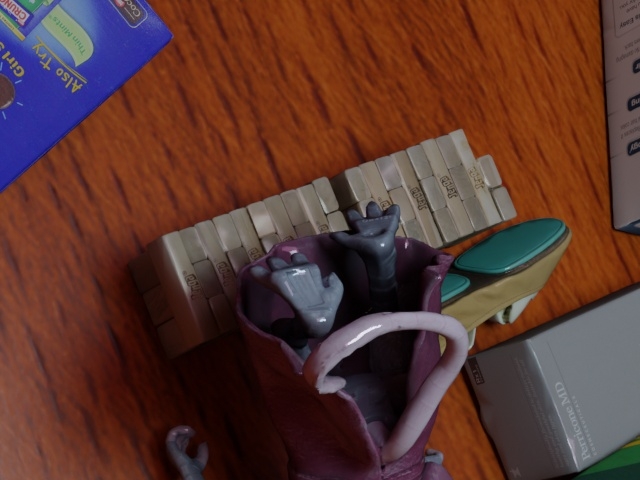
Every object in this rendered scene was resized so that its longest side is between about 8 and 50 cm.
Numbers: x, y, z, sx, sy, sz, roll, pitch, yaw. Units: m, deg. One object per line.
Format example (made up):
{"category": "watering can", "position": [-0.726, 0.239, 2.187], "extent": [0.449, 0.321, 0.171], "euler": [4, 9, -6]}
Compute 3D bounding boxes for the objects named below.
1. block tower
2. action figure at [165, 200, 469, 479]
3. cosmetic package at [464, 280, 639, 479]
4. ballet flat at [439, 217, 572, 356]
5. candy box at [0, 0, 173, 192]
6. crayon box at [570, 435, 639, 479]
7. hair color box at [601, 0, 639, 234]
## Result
{"category": "block tower", "position": [0.000, 0.000, 1.599], "extent": [0.335, 0.097, 0.091], "euler": [-20, 85, -36]}
{"category": "action figure", "position": [0.041, 0.171, 1.455], "extent": [0.248, 0.276, 0.370], "euler": [-10, 111, -25]}
{"category": "cosmetic package", "position": [0.254, 0.115, 1.709], "extent": [0.238, 0.107, 0.127], "euler": [-23, 89, -38]}
{"category": "ballet flat", "position": [0.131, 0.051, 1.685], "extent": [0.232, 0.080, 0.073], "euler": [-26, 116, -32]}
{"category": "candy box", "position": [-0.313, -0.149, 1.440], "extent": [0.268, 0.122, 0.317], "euler": [50, 55, -9]}
{"category": "crayon box", "position": [0.320, 0.253, 1.660], "extent": [0.318, 0.081, 0.202], "euler": [-25, 120, -35]}
{"category": "hair color box", "position": [0.359, -0.187, 1.831], "extent": [0.105, 0.174, 0.347], "euler": [11, 69, -30]}
